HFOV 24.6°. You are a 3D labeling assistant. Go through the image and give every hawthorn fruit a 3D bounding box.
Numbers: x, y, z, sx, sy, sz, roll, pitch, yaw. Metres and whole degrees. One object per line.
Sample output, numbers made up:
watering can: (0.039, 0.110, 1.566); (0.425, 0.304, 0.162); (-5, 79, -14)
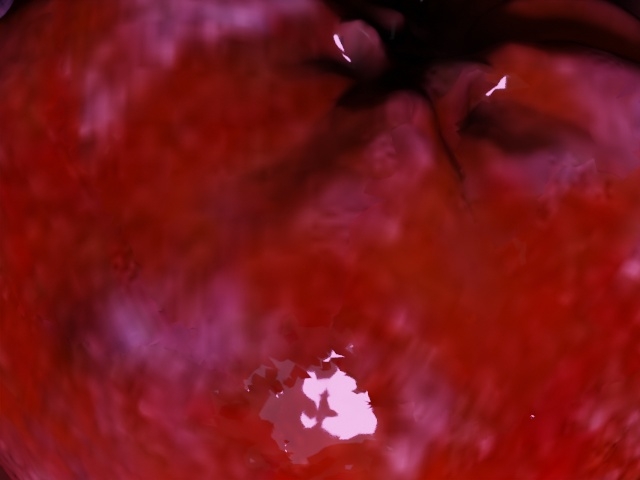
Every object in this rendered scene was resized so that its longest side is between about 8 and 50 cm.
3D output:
hawthorn fruit: (0.000, 0.000, 0.525); (0.284, 0.284, 0.284); (1, 133, 2)

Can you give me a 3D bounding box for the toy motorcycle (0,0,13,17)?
toy motorcycle: (-0.126, -0.184, 0.384); (0.091, 0.157, 0.263); (-7, 100, 7)
